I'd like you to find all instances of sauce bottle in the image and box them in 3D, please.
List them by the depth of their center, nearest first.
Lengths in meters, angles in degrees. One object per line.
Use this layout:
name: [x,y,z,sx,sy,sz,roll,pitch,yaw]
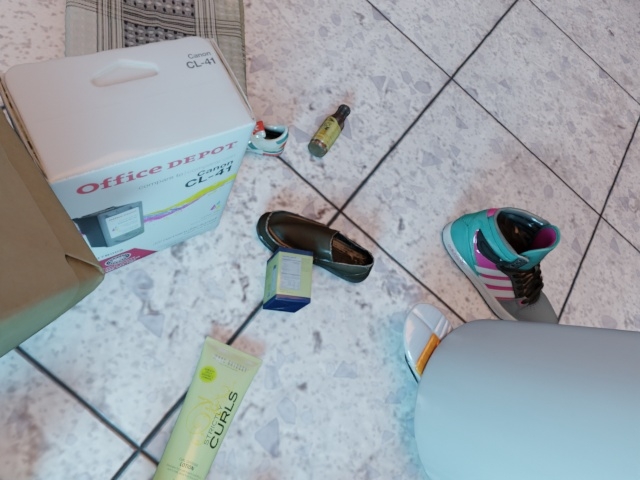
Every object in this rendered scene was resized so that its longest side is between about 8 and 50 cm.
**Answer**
sauce bottle: [0.020,-0.217,0.887,0.042,0.042,0.128,34,59,-7]

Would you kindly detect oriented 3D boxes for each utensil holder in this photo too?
utensil holder: [0.366,0.272,0.602,0.327,0.385,0.328,2,86,-29]

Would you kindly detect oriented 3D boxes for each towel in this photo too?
towel: [-0.283,-0.379,0.819,0.312,0.056,0.325,1,69,-22]

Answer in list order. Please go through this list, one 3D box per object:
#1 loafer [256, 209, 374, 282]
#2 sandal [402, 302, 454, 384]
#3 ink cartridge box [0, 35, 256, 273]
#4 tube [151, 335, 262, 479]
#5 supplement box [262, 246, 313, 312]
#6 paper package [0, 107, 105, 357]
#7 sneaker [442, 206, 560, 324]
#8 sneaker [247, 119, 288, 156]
loafer: [0.000,0.000,0.773,0.219,0.078,0.080,21,64,-14]
sandal: [0.202,0.222,0.779,0.102,0.076,0.265,-43,108,-23]
ink cartridge box: [-0.233,-0.086,0.582,0.226,0.306,0.131,-25,81,-27]
tube: [-0.165,0.257,0.622,0.070,0.062,0.240,56,45,-42]
supplement box: [-0.053,0.064,0.724,0.056,0.083,0.083,10,68,-19]
paper package: [-0.402,0.004,0.350,0.324,0.168,0.310,-31,94,15]
sneaker: [0.385,0.049,0.853,0.295,0.178,0.124,47,61,0]
sneaker: [-0.131,-0.185,0.793,0.161,0.075,0.057,-3,71,-23]
